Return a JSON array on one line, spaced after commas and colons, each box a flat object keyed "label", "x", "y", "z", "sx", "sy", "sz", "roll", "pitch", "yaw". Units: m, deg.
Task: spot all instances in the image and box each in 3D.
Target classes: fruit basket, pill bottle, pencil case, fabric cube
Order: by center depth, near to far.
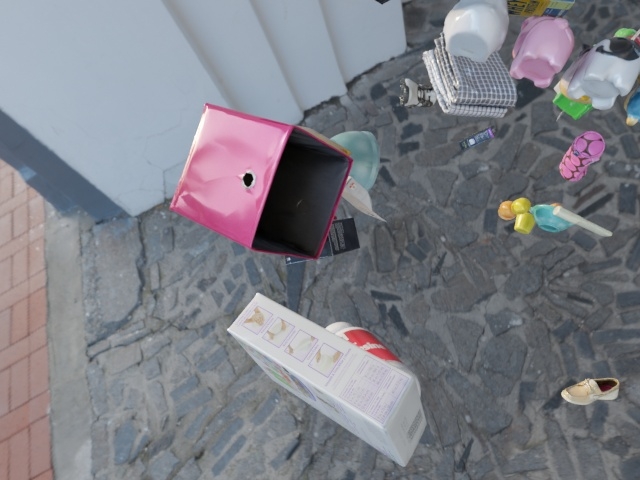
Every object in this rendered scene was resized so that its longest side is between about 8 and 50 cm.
[{"label": "fabric cube", "x": -0.127, "y": -0.126, "z": 0.978, "sx": 0.258, "sy": 0.259, "sz": 0.254, "roll": 23, "pitch": 96, "yaw": 31}, {"label": "pencil case", "x": 0.833, "y": -0.260, "z": 1.399, "sx": 0.095, "sy": 0.209, "sz": 0.098, "roll": -24, "pitch": 71, "yaw": 12}, {"label": "fruit basket", "x": 0.954, "y": -0.598, "z": 1.459, "sx": 0.165, "sy": 0.327, "sz": 0.353, "roll": 37, "pitch": 86, "yaw": 10}, {"label": "pill bottle", "x": 0.138, "y": 0.438, "z": 1.484, "sx": 0.229, "sy": 0.229, "sz": 0.407, "roll": -42, "pitch": 25, "yaw": -7}]

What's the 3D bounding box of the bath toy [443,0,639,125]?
[{"label": "bath toy", "x": 0.364, "y": -0.299, "z": 0.676, "sx": 0.348, "sy": 0.151, "sz": 0.129, "roll": 24, "pitch": 86, "yaw": 3}]

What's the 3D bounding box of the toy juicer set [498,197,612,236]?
[{"label": "toy juicer set", "x": 0.736, "y": -0.094, "z": 1.420, "sx": 0.329, "sy": 0.209, "sz": 0.090, "roll": 9, "pitch": 73, "yaw": 64}]

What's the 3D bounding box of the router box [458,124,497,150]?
[{"label": "router box", "x": 0.656, "y": -0.427, "z": 1.817, "sx": 0.133, "sy": 0.179, "sz": 0.046, "roll": -23, "pitch": 96, "yaw": 30}]

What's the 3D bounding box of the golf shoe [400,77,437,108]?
[{"label": "golf shoe", "x": 0.269, "y": -0.402, "z": 1.190, "sx": 0.093, "sy": 0.198, "sz": 0.077, "roll": 5, "pitch": 106, "yaw": 20}]

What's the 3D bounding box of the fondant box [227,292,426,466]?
[{"label": "fondant box", "x": 0.016, "y": 0.249, "z": 0.792, "sx": 0.330, "sy": 0.238, "sz": 0.096, "roll": 21, "pitch": 61, "yaw": 31}]

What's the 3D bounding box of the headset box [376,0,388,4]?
[{"label": "headset box", "x": 0.112, "y": -0.501, "z": 0.641, "sx": 0.246, "sy": 0.283, "sz": 0.131, "roll": -6, "pitch": 93, "yaw": 41}]

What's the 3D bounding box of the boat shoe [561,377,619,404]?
[{"label": "boat shoe", "x": 0.762, "y": 0.416, "z": 1.231, "sx": 0.170, "sy": 0.059, "sz": 0.063, "roll": -4, "pitch": 27, "yaw": -13}]

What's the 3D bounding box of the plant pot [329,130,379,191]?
[{"label": "plant pot", "x": 0.097, "y": -0.345, "z": 1.926, "sx": 0.196, "sy": 0.293, "sz": 0.293, "roll": 1, "pitch": 54, "yaw": -27}]

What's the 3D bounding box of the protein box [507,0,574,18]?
[{"label": "protein box", "x": 0.492, "y": -0.642, "z": 1.003, "sx": 0.199, "sy": 0.136, "sz": 0.201, "roll": 14, "pitch": 104, "yaw": 13}]

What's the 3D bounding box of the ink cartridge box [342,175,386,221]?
[{"label": "ink cartridge box", "x": 0.114, "y": -0.131, "z": 1.300, "sx": 0.045, "sy": 0.179, "sz": 0.145, "roll": -57, "pitch": 26, "yaw": 0}]

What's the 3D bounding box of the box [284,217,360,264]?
[{"label": "box", "x": 0.000, "y": 0.000, "z": 1.199, "sx": 0.156, "sy": 0.158, "sz": 0.093, "roll": -11, "pitch": 90, "yaw": 32}]

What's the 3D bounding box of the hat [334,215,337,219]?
[{"label": "hat", "x": -0.052, "y": -0.071, "z": 1.308, "sx": 0.208, "sy": 0.184, "sz": 0.173, "roll": -5, "pitch": 44, "yaw": 1}]

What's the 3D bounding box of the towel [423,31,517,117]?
[{"label": "towel", "x": 0.495, "y": -0.547, "z": 1.436, "sx": 0.235, "sy": 0.121, "sz": 0.284, "roll": -4, "pitch": 68, "yaw": -17}]

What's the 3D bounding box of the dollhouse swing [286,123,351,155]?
[{"label": "dollhouse swing", "x": -0.137, "y": -0.255, "z": 1.603, "sx": 0.315, "sy": 0.346, "sz": 0.305, "roll": 36, "pitch": 115, "yaw": 25}]
